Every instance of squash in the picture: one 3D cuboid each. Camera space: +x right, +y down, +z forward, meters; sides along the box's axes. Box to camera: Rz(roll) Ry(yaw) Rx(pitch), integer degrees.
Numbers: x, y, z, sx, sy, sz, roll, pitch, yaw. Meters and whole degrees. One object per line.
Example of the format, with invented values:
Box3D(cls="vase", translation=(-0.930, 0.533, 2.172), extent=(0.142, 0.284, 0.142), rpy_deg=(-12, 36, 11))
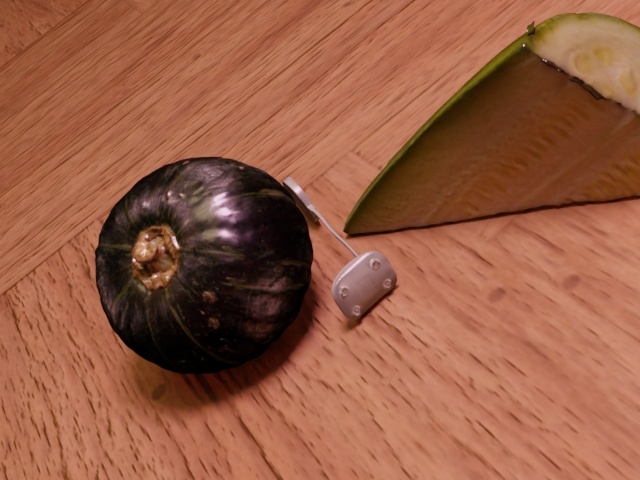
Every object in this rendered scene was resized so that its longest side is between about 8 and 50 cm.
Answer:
Box3D(cls="squash", translation=(0.173, -0.067, 0.852), extent=(0.289, 0.203, 0.111), rpy_deg=(-51, 13, 52))
Box3D(cls="squash", translation=(-0.099, 0.019, 0.861), extent=(0.156, 0.193, 0.193), rpy_deg=(-13, 14, -44))

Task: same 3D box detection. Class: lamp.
Box3D(cls="lamp", translation=(0.000, 0.000, 0.901), extent=(0.056, 0.050, 0.198), rpy_deg=(-38, 34, -5))
